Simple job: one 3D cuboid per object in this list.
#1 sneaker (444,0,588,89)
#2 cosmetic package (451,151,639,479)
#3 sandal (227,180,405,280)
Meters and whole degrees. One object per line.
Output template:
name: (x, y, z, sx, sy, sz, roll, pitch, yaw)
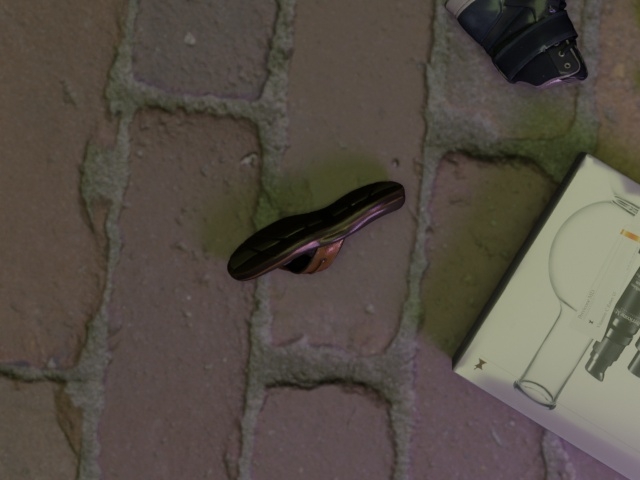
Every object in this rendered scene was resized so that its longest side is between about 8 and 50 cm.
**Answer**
sneaker: (0.272, -0.265, 1.724, 0.226, 0.086, 0.163, -38, 79, 15)
cosmetic package: (0.377, 0.118, 1.741, 0.377, 0.097, 0.284, 31, 97, 2)
sandal: (0.000, 0.000, 1.779, 0.219, 0.090, 0.060, -25, 113, -2)
